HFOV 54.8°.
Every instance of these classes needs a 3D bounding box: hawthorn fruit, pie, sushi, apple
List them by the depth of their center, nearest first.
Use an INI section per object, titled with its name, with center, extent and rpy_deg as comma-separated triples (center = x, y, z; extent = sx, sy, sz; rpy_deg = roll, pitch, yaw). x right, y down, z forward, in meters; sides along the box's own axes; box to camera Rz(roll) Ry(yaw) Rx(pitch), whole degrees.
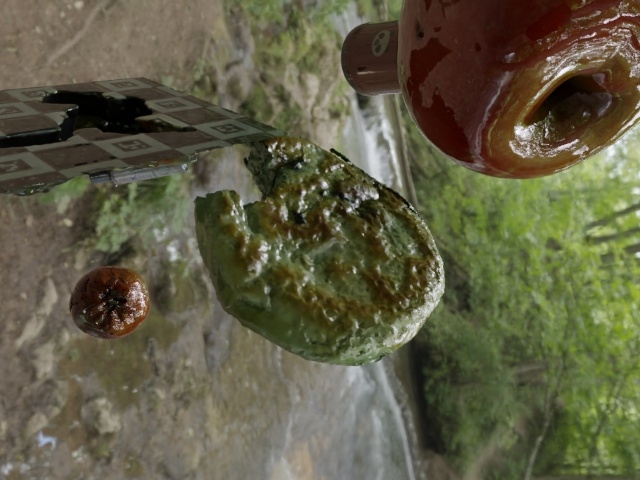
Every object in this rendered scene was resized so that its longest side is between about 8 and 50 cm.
[apple]
center = 0.191, -0.190, 0.581
extent = 0.260, 0.260, 0.216
rpy_deg = 64, 7, -56
[pie]
center = 0.007, 0.005, 0.701
extent = 0.067, 0.302, 0.302
rpy_deg = 124, -33, -47
[sushi]
center = -0.283, -0.115, 0.734
extent = 0.359, 0.343, 0.064
rpy_deg = -19, 125, -40
[hawthorn fruit]
center = -0.410, 0.119, 1.200
extent = 0.172, 0.148, 0.148
rpy_deg = -11, -88, 66

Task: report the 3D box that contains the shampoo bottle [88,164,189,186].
[shampoo bottle]
center = -0.400, -0.163, 1.360
extent = 0.072, 0.214, 0.072
rpy_deg = -10, 90, -85

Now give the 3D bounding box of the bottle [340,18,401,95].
[bottle]
center = 0.189, -0.336, 1.121
extent = 0.336, 0.144, 0.144
rpy_deg = 17, -50, 52
